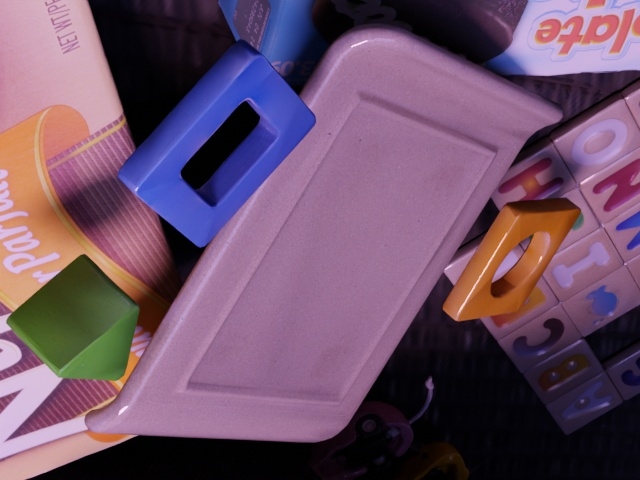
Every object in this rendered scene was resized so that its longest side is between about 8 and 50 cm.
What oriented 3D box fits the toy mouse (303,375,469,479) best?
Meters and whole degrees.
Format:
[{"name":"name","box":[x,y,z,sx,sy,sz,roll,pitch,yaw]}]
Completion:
[{"name":"toy mouse","box":[0.011,0.129,1.018,0.143,0.031,0.161,-8,137,-21]}]

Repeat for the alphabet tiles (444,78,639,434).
[{"name":"alphabet tiles","box":[0.175,0.000,0.985,0.198,0.009,0.237,-32,140,7]}]

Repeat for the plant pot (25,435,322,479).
[{"name":"plant pot","box":[-0.091,0.171,0.905,0.188,0.167,0.187,8,130,-33]}]

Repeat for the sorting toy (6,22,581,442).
[{"name":"sorting toy","box":[0.000,0.000,0.776,0.196,0.047,0.348,-54,153,12]}]

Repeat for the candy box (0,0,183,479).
[{"name":"candy box","box":[-0.163,-0.021,0.720,0.183,0.087,0.316,-21,141,-7]}]

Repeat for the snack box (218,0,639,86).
[{"name":"snack box","box":[0.134,-0.154,0.755,0.322,0.060,0.187,-5,137,-24]}]
